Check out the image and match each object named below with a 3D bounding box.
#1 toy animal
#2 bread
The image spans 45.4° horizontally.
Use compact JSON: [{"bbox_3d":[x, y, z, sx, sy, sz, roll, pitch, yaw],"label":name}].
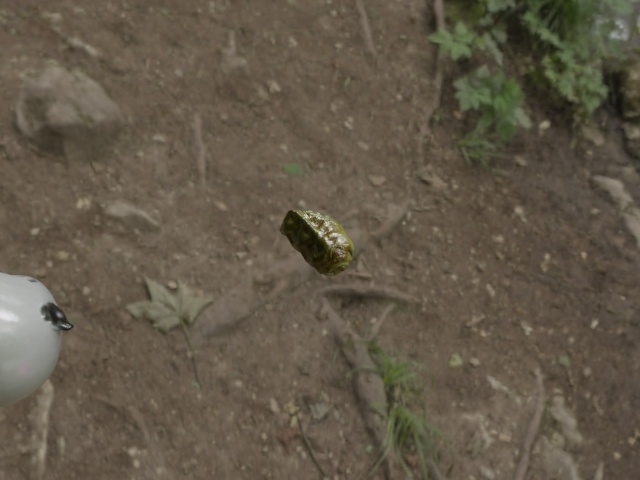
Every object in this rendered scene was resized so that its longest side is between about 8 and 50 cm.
[{"bbox_3d":[-0.400,0.113,0.829,0.235,0.187,0.165,-19,79,-30],"label":"toy animal"},{"bbox_3d":[0.000,0.000,1.022,0.066,0.060,0.110,-39,57,-8],"label":"bread"}]
